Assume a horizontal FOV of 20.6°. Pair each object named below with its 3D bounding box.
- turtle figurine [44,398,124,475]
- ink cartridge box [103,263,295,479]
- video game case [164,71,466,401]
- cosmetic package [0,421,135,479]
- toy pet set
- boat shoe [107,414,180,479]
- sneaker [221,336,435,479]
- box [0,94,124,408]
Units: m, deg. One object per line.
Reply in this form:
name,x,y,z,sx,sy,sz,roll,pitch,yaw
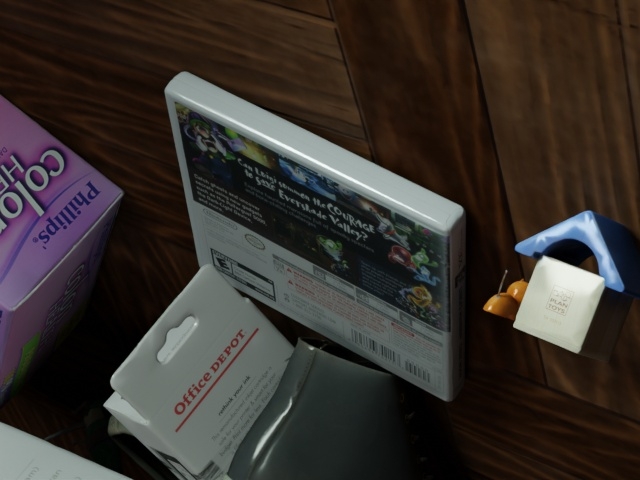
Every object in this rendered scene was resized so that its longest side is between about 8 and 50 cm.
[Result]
turtle figurine,-0.138,0.224,1.416,0.234,0.118,0.175,-1,132,43
ink cartridge box,-0.061,0.104,1.128,0.180,0.104,0.060,49,160,-28
video game case,0.000,0.000,1.017,0.190,0.022,0.173,28,150,23
cosmetic package,-0.224,0.257,1.269,0.453,0.161,0.230,17,146,33
toy pet set,0.137,0.023,0.871,0.122,0.065,0.114,22,-178,35
boat shoe,-0.037,0.202,1.276,0.109,0.091,0.305,-7,127,54
sneaker,0.051,0.145,1.113,0.222,0.118,0.083,24,-178,-37
box,-0.276,-0.023,1.211,0.243,0.117,0.213,37,152,3
